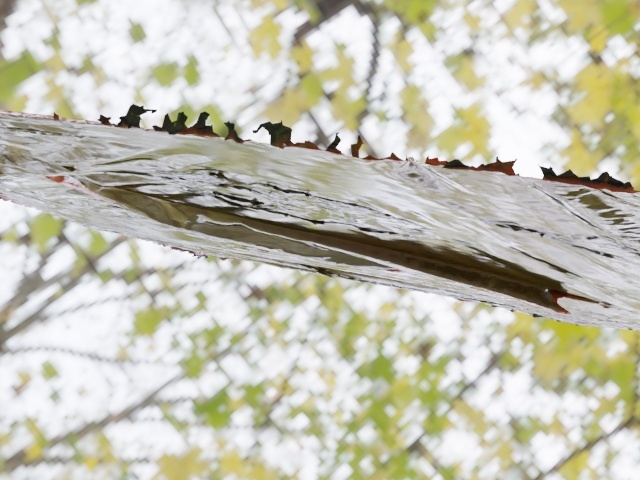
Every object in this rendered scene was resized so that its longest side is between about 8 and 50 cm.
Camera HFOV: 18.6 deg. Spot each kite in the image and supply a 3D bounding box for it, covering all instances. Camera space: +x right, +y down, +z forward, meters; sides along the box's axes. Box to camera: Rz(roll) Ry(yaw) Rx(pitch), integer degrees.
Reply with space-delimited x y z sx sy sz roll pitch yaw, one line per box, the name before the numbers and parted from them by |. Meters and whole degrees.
kite | 0.000 -0.002 0.467 0.327 0.013 0.377 14 -5 -14
